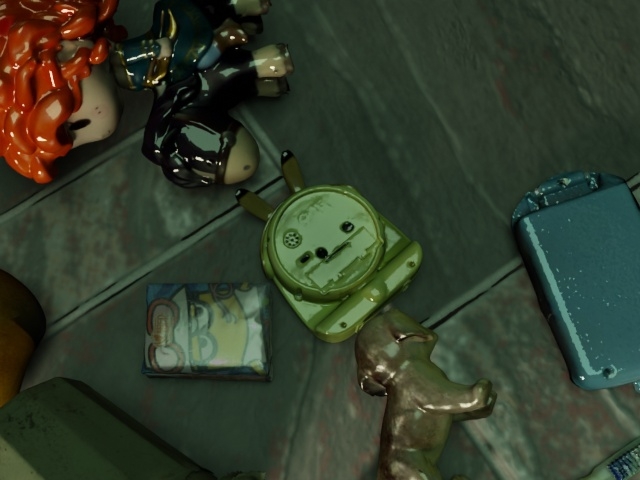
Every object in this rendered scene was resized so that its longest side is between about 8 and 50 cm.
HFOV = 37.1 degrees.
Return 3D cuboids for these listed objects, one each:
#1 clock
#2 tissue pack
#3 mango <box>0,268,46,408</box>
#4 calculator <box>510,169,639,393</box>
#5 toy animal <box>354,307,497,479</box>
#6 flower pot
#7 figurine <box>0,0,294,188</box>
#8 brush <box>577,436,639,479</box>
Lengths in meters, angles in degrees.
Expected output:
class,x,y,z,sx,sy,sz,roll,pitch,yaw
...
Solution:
class,x,y,z,sx,sy,sz,roll,pitch,yaw
clock,0.000,0.000,1.193,0.170,0.069,0.232,-42,78,-10
tissue pack,-0.136,0.112,1.165,0.155,0.065,0.115,0,74,0
mango,-0.472,0.099,1.125,0.287,0.152,0.201,16,42,-7
calculator,0.353,0.051,1.188,0.173,0.051,0.293,-18,76,-6
toy animal,0.119,0.199,1.119,0.169,0.121,0.233,3,84,18
flower pot,-0.240,0.295,1.031,0.259,0.290,0.290,35,77,23
figurine,-0.237,-0.206,1.185,0.412,0.241,0.306,10,90,-13
brush,0.337,0.286,1.136,0.178,0.030,0.033,-31,87,-8
